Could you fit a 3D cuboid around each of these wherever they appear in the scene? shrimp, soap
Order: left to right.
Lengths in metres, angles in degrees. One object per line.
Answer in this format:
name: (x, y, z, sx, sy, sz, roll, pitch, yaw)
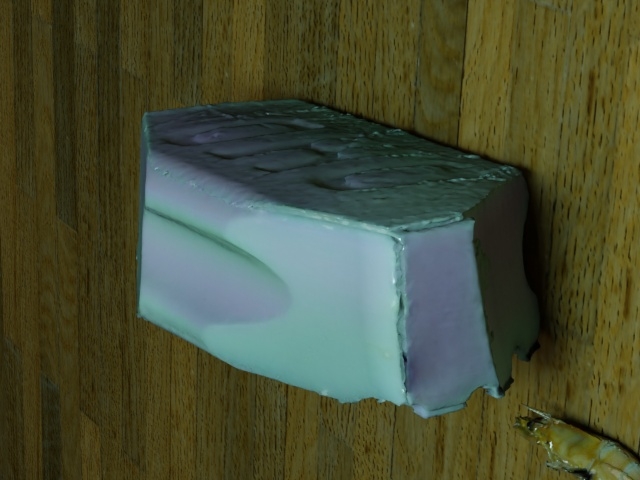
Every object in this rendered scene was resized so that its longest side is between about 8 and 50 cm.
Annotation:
soap: (0.000, 0.000, 1.394, 0.446, 0.261, 0.156, 25, 118, 54)
shrimp: (0.211, 0.189, 1.340, 0.162, 0.045, 0.095, 32, 148, 44)
